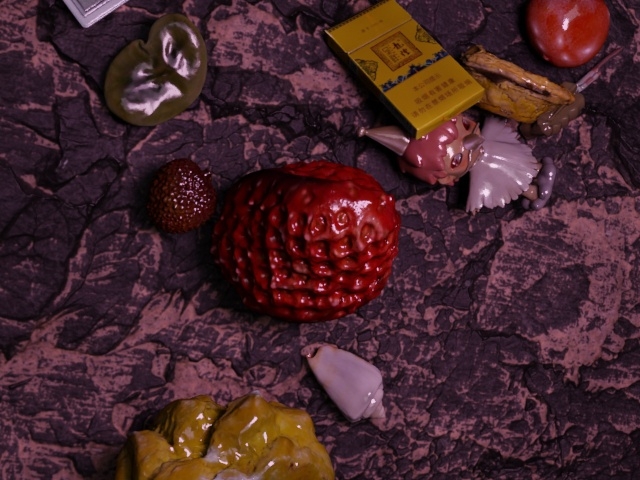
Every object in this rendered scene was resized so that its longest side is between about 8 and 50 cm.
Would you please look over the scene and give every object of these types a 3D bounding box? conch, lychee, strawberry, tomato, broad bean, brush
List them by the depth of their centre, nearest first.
[{"bbox_3d":[0.000,0.000,1.401,0.317,0.345,0.295,31,78,-14],"label":"strawberry"},{"bbox_3d":[-0.235,-0.072,1.447,0.123,0.123,0.129,34,78,-13],"label":"lychee"},{"bbox_3d":[-0.279,-0.290,1.478,0.153,0.072,0.207,33,90,-11],"label":"broad bean"},{"bbox_3d":[0.052,0.261,1.557,0.176,0.094,0.104,39,90,15],"label":"conch"},{"bbox_3d":[0.477,-0.428,1.664,0.167,0.167,0.167,1,87,-17],"label":"tomato"},{"bbox_3d":[0.516,-0.308,1.722,0.301,0.084,0.071,-42,104,-20],"label":"brush"}]

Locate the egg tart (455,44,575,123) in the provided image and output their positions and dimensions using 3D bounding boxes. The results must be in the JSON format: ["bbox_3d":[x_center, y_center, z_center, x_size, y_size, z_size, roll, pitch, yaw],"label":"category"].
[{"bbox_3d":[0.353,-0.283,1.590,0.240,0.241,0.106,18,104,-16],"label":"egg tart"}]

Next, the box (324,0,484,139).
[{"bbox_3d":[0.149,-0.318,1.550,0.153,0.041,0.279,-32,66,-15],"label":"box"}]

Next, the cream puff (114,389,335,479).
[{"bbox_3d":[-0.169,0.399,1.393,0.378,0.275,0.379,-16,120,-29],"label":"cream puff"}]

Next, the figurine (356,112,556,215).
[{"bbox_3d":[0.253,-0.169,1.581,0.386,0.166,0.207,21,78,-17],"label":"figurine"}]

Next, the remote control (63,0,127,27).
[{"bbox_3d":[-0.448,-0.504,1.436,0.103,0.051,0.293,-39,103,-15],"label":"remote control"}]
